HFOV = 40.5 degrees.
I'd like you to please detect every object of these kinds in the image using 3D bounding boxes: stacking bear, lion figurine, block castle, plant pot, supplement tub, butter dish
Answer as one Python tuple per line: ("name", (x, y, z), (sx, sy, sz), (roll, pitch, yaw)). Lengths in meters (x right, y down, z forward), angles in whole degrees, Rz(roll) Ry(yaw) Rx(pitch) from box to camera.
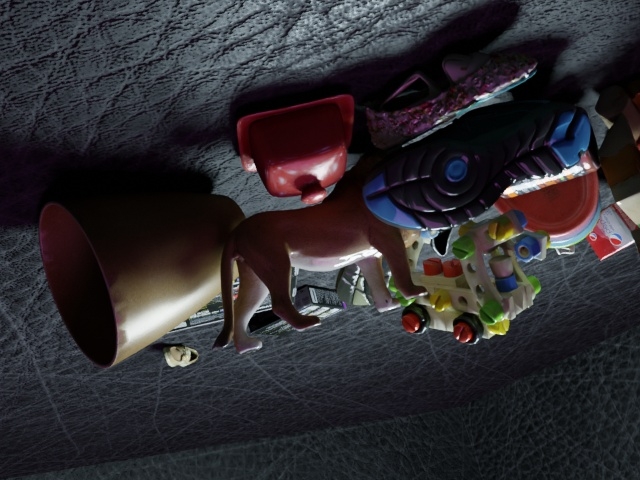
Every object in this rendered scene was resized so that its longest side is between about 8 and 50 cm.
("stacking bear", (0.414, -0.062, 1.539), (0.175, 0.164, 0.289), (-33, 163, 11))
("lion figurine", (0.000, 0.000, 1.221), (0.392, 0.240, 0.142), (-14, 169, -26))
("block castle", (0.615, -0.062, 1.268), (0.303, 0.453, 0.213), (-27, 149, 25))
("plant pot", (-0.233, 0.024, 1.236), (0.254, 0.237, 0.237), (-21, 166, -34))
("supplement tub", (0.325, -0.129, 1.354), (0.198, 0.106, 0.106), (-18, 161, 28))
("butter dish", (-0.022, -0.105, 1.159), (0.160, 0.118, 0.160), (-13, 160, -6))

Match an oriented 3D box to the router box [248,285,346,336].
("router box", (-0.053, 0.159, 1.911), (0.179, 0.046, 0.133), (-27, 157, 29))

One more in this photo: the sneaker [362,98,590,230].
("sneaker", (0.204, -0.111, 1.218), (0.341, 0.125, 0.139), (-18, -154, -17))

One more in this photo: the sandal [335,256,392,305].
("sandal", (0.104, -0.001, 1.552), (0.120, 0.086, 0.303), (21, 133, -11))

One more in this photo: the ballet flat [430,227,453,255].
("ballet flat", (0.236, -0.019, 1.661), (0.057, 0.049, 0.173), (-18, 159, 2))

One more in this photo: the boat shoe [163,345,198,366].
("boat shoe", (-0.318, 0.259, 1.979), (0.045, 0.050, 0.135), (-22, 169, 7))

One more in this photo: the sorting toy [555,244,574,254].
("sorting toy", (0.514, -0.005, 1.863), (0.083, 0.075, 0.045), (-1, 155, -33))

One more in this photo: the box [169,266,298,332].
("box", (-0.202, 0.077, 1.553), (0.322, 0.079, 0.257), (-13, 157, -8))

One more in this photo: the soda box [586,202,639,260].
("soda box", (0.621, -0.051, 1.707), (0.263, 0.083, 0.092), (-22, 168, -42))

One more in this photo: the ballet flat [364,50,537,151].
("ballet flat", (0.157, -0.193, 1.123), (0.241, 0.077, 0.091), (-27, -162, 25))

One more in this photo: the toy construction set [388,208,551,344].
("toy construction set", (0.200, 0.037, 1.322), (0.151, 0.215, 0.327), (-21, -160, -25))
